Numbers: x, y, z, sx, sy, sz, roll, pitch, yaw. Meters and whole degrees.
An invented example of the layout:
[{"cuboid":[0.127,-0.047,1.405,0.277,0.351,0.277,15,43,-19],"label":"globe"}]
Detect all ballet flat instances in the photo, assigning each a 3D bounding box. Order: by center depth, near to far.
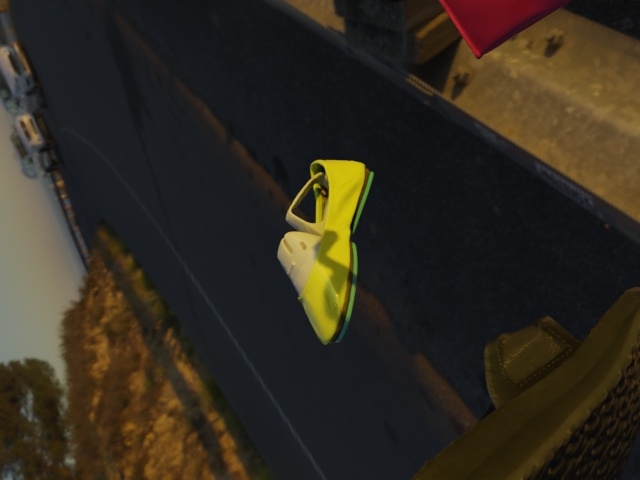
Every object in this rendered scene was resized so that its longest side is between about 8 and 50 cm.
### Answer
[{"cuboid":[0.000,0.000,0.680,0.077,0.077,0.230,115,171,-46],"label":"ballet flat"}]

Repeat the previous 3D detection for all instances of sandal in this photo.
[{"cuboid":[0.136,0.124,0.472,0.107,0.446,0.167,22,113,36],"label":"sandal"}]

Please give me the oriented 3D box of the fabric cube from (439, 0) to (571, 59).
[{"cuboid":[0.297,-0.459,0.988,0.258,0.259,0.254,-29,102,41],"label":"fabric cube"}]
